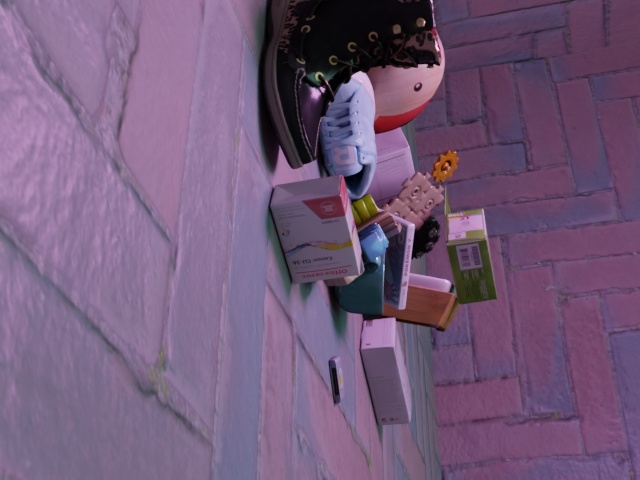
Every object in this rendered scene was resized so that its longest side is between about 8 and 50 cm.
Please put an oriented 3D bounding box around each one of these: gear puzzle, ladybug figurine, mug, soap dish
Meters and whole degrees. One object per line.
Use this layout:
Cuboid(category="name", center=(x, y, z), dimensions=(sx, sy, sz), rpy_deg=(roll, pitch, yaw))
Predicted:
Cuboid(category="gear puzzle", center=(0.209, -0.090, 2.202), dimensions=(0.044, 0.339, 0.175), rpy_deg=(42, 4, 37))
Cuboid(category="ladybug figurine", center=(0.162, -0.371, 2.075), dimensions=(0.449, 0.162, 0.305), rpy_deg=(-165, -82, -81))
Cuboid(category="mug", center=(0.080, 0.071, 1.837), dimensions=(0.129, 0.098, 0.157), rpy_deg=(-77, 168, -64))
Cuboid(category="soap dish", center=(0.220, 0.148, 2.253), dimensions=(0.291, 0.229, 0.118), rpy_deg=(35, 65, -75))

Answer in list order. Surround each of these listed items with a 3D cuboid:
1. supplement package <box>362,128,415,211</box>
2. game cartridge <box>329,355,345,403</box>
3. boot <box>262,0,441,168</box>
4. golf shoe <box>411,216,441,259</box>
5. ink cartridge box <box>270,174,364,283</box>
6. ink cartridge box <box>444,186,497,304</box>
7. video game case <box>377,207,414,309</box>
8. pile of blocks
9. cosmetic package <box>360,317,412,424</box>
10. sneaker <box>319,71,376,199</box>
Cuboid(category="supplement package", center=(0.157, -0.159, 2.265), dimensions=(0.133, 0.139, 0.244), rpy_deg=(-108, 180, -46))
Cuboid(category="game cartridge", center=(0.032, 0.262, 1.731), dimensions=(0.056, 0.017, 0.083), rpy_deg=(-13, 95, -83))
Cuboid(category="boot", center=(0.057, -0.298, 1.529), dimensions=(0.138, 0.284, 0.377), rpy_deg=(69, 17, -50))
Cuboid(category="golf shoe", center=(0.216, 0.005, 2.409), dimensions=(0.273, 0.105, 0.120), rpy_deg=(-53, -143, 44))
Cuboid(category="ink cartridge box", center=(0.000, 0.000, 1.482), dimensions=(0.067, 0.115, 0.198), rpy_deg=(-84, 162, -54))
Cuboid(category="ink cartridge box", center=(0.364, 0.001, 2.234), dimensions=(0.255, 0.097, 0.188), rpy_deg=(-81, 159, -53))
Cuboid(category="video game case", center=(0.125, 0.028, 1.935), dimensions=(0.201, 0.023, 0.183), rpy_deg=(29, -62, 56))
Cuboid(category="pile of blocks", center=(0.060, -0.027, 1.723), dimensions=(0.112, 0.149, 0.362), rpy_deg=(60, 13, -10))
Cuboid(category="cosmetic package", center=(0.156, 0.308, 2.146), dimensions=(0.117, 0.086, 0.231), rpy_deg=(-80, 161, -58))
Cuboid(category="sneaker", center=(0.057, -0.216, 1.869), dimensions=(0.366, 0.135, 0.150), rpy_deg=(63, 19, -56))
